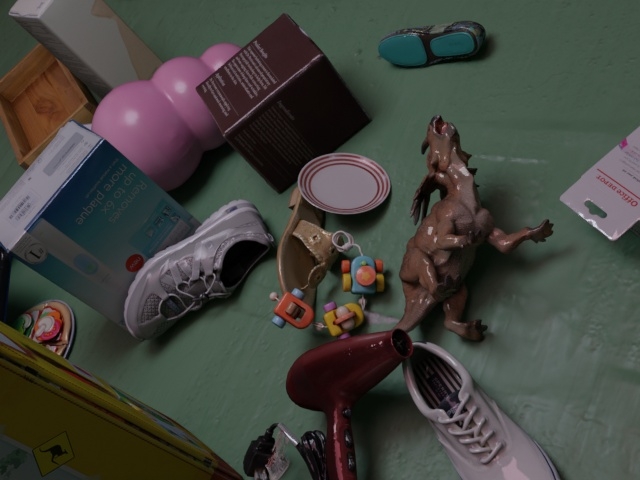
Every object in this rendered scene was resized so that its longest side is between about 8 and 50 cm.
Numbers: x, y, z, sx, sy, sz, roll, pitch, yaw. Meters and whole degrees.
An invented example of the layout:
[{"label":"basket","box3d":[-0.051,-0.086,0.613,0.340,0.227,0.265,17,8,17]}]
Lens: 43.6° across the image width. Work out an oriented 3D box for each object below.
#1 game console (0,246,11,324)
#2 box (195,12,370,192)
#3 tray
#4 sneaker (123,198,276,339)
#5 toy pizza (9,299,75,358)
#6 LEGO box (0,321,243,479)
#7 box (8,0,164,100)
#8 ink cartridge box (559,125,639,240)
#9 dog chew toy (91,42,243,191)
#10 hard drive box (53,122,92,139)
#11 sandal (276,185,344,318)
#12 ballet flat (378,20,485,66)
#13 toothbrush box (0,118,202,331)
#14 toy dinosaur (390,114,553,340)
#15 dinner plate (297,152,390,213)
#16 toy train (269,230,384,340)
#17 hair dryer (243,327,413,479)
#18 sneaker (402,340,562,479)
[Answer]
[{"label":"game console","box3d":[-0.702,0.148,1.433,0.250,0.173,0.293,0,84,41]},{"label":"box","box3d":[-0.064,-0.227,1.327,0.203,0.167,0.168,-38,44,6]},{"label":"tray","box3d":[-0.647,-0.320,1.884,0.203,0.076,0.411,-43,43,2]},{"label":"sneaker","box3d":[-0.191,0.056,1.255,0.281,0.105,0.115,-45,44,-1]},{"label":"toy pizza","box3d":[-0.527,0.192,1.446,0.201,0.032,0.201,-19,49,24]},{"label":"LEGO box","box3d":[-0.384,0.312,0.920,0.193,0.500,0.372,24,74,43]},{"label":"box","box3d":[-0.454,-0.392,1.626,0.148,0.311,0.121,21,72,43]},{"label":"ink cartridge box","box3d":[0.393,-0.069,0.959,0.181,0.061,0.104,-41,44,3]},{"label":"dog chew toy","box3d":[-0.245,-0.235,1.452,0.332,0.206,0.206,-37,44,-7]},{"label":"hard drive box","box3d":[-0.458,-0.141,1.603,0.232,0.089,0.181,1,60,37]},{"label":"sandal","box3d":[-0.004,-0.004,1.177,0.079,0.088,0.240,-23,43,28]},{"label":"ballet flat","box3d":[0.185,-0.323,1.307,0.188,0.070,0.070,8,64,37]},{"label":"toothbrush box","box3d":[-0.338,-0.011,1.274,0.126,0.295,0.216,30,78,44]},{"label":"toy dinosaur","box3d":[0.155,0.007,1.041,0.295,0.127,0.200,-61,35,4]},{"label":"dinner plate","box3d":[0.036,-0.084,1.222,0.141,0.017,0.141,0,45,0]},{"label":"toy train","box3d":[0.015,0.068,1.095,0.125,0.046,0.166,38,78,3]},{"label":"hair dryer","box3d":[0.029,0.227,0.969,0.223,0.080,0.293,38,109,43]},{"label":"sneaker","box3d":[0.166,0.212,0.892,0.094,0.091,0.258,-44,44,0]}]
